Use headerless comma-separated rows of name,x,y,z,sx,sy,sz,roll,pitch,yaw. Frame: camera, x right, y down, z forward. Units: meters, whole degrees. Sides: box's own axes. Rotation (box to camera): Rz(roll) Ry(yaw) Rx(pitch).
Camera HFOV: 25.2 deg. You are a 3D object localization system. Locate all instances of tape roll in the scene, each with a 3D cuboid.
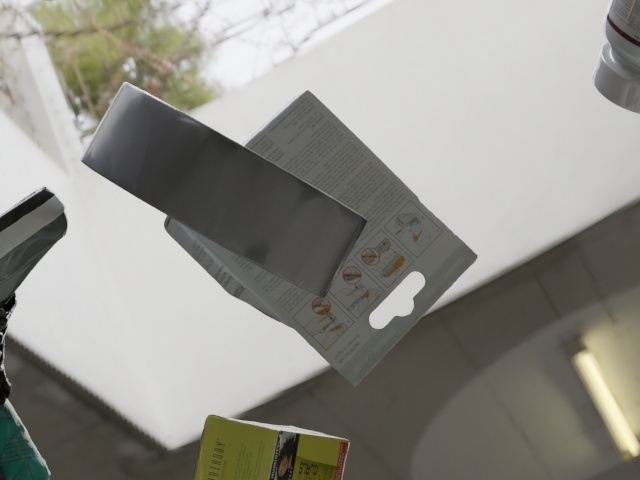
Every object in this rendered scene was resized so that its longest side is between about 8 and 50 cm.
tape roll,-0.074,-0.039,1.112,0.219,0.219,0.072,29,-90,-53

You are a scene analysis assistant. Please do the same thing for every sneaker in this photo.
sneaker,-0.260,0.111,1.099,0.295,0.178,0.124,-42,7,13

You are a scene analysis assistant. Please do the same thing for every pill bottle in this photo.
pill bottle,0.356,-0.243,1.439,0.121,0.121,0.221,-7,-48,-27

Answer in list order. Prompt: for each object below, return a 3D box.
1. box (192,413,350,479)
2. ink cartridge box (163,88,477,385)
box,-0.036,0.183,1.091,0.058,0.087,0.232,10,-8,15
ink cartridge box,0.000,0.000,1.342,0.189,0.232,0.066,-44,0,-22
